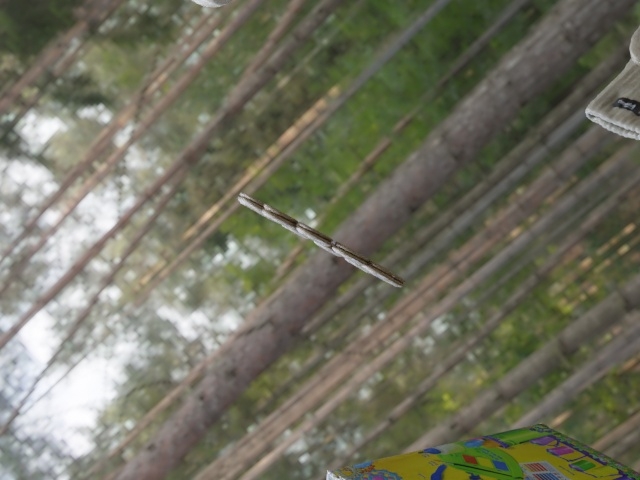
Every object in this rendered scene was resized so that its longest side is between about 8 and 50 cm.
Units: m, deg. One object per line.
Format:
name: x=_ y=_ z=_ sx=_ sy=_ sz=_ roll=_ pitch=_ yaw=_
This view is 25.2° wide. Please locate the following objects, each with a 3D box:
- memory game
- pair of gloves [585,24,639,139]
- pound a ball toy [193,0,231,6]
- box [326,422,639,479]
memory game: x=0.000 y=0.000 z=1.397 sx=0.186 sy=0.012 sz=0.186 roll=28 pitch=179 yaw=0
pair of gloves: x=0.388 y=-0.148 z=1.299 sx=0.240 sy=0.204 sz=0.042 roll=20 pitch=156 yaw=37
pound a ball toy: x=-0.096 y=-0.360 z=1.248 sx=0.136 sy=0.208 sz=0.319 roll=38 pitch=173 yaw=42
box: x=0.192 y=0.321 z=1.343 sx=0.279 sy=0.177 sz=0.290 roll=-6 pitch=-162 yaw=-34
